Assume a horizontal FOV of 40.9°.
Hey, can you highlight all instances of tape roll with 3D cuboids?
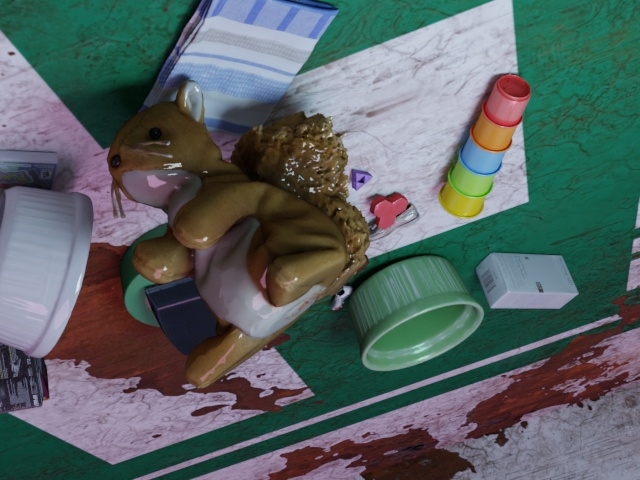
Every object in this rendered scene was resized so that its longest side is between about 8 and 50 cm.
[{"bbox_3d":[-0.235,0.068,1.716,0.321,0.077,0.321,-12,149,-8],"label":"tape roll"}]

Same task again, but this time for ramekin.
[{"bbox_3d":[0.212,0.166,2.002,0.303,0.148,0.303,-17,150,-10],"label":"ramekin"},{"bbox_3d":[-0.462,0.040,1.341,0.127,0.273,0.273,17,137,-27],"label":"ramekin"}]

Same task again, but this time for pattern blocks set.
[{"bbox_3d":[0.000,0.000,1.662,0.325,0.026,0.285,-49,137,13],"label":"pattern blocks set"}]

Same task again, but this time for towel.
[{"bbox_3d":[-0.124,-0.259,1.277,0.209,0.034,0.285,5,143,-34],"label":"towel"}]

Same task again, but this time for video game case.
[{"bbox_3d":[-0.536,-0.080,1.376,0.201,0.023,0.183,0,146,-26],"label":"video game case"}]

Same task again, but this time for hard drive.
[{"bbox_3d":[-0.240,0.151,1.719,0.172,0.054,0.254,-15,150,-3],"label":"hard drive"}]

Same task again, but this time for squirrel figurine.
[{"bbox_3d":[-0.122,-0.055,1.291,0.397,0.370,0.281,-29,164,-45],"label":"squirrel figurine"}]

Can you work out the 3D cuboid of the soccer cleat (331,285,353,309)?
[{"bbox_3d":[0.044,0.132,2.007,0.036,0.029,0.083,17,133,-32],"label":"soccer cleat"}]

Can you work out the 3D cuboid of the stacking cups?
[{"bbox_3d":[0.311,-0.167,1.583,0.096,0.096,0.316,-6,147,-18],"label":"stacking cups"}]

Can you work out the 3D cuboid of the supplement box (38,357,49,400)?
[{"bbox_3d":[-0.652,0.281,1.853,0.104,0.081,0.188,-8,148,-14],"label":"supplement box"}]

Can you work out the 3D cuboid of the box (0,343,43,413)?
[{"bbox_3d":[-0.640,0.248,1.709,0.147,0.180,0.077,-8,-166,-15],"label":"box"}]

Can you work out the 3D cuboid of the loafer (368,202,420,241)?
[{"bbox_3d":[0.141,-0.039,1.766,0.125,0.045,0.039,-25,126,4],"label":"loafer"}]

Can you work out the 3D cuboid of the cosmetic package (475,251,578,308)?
[{"bbox_3d":[0.502,0.098,2.088,0.231,0.117,0.085,1,147,-29],"label":"cosmetic package"}]
